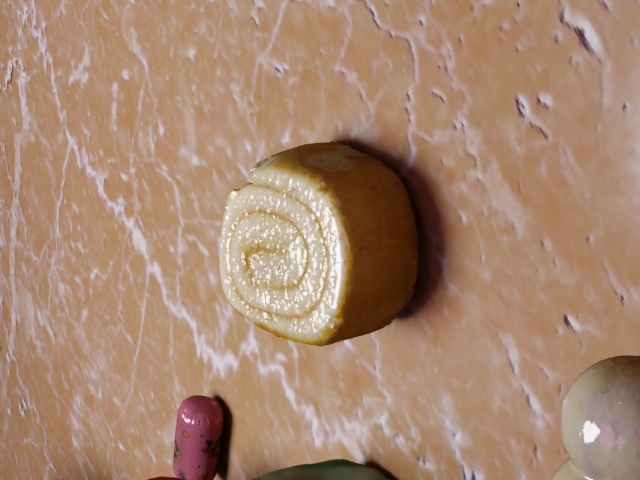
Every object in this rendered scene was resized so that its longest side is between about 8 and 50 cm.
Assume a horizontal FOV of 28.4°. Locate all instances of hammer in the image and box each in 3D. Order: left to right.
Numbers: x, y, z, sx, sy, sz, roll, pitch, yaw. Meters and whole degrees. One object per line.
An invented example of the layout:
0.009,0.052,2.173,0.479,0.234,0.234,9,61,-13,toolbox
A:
-0.102,0.166,1.048,0.043,0.043,0.083,43,138,43,hammer

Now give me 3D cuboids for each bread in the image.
0.000,0.000,0.795,0.149,0.073,0.122,16,109,53,bread

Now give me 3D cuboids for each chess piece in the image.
0.141,0.138,0.599,0.094,0.094,0.170,19,114,55,chess piece

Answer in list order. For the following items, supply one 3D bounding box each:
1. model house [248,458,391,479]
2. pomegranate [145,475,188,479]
-0.041,0.332,0.756,0.245,0.312,0.280,29,124,47,model house
-0.115,0.288,0.971,0.235,0.210,0.210,82,167,-76,pomegranate
